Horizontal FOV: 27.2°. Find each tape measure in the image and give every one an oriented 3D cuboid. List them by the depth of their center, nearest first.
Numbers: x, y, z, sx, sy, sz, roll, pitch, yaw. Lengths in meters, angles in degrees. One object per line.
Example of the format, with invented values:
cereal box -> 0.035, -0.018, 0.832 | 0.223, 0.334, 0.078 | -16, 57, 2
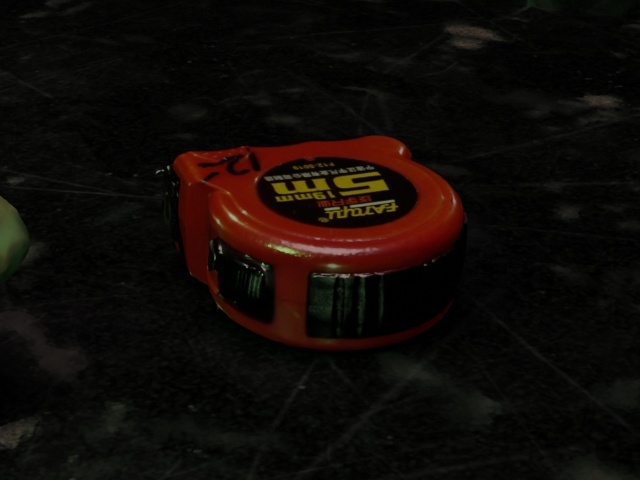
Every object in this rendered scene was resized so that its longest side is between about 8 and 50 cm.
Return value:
tape measure -> 0.001, 0.000, 1.189 | 0.253, 0.114, 0.260 | -8, 31, -18

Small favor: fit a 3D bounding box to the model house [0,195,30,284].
model house -> -0.430, 0.051, 0.973 | 0.312, 0.245, 0.280 | -11, 42, 40
